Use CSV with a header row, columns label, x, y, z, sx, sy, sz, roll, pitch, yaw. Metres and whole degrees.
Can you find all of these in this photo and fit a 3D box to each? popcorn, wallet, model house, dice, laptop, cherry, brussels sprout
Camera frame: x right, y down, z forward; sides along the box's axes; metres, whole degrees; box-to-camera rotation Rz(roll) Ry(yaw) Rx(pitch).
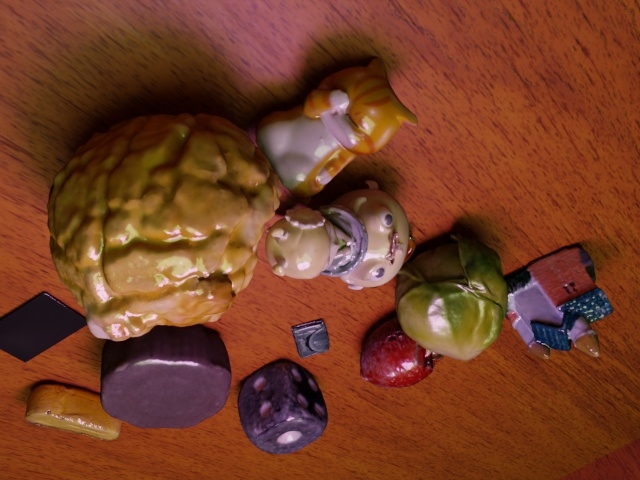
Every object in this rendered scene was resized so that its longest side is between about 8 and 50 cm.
label,x,y,z,sx,sy,sz,roll,pitch,yaw
popcorn,-0.266,-0.031,0.983,0.354,0.344,0.390,29,120,-6
wallet,-0.022,0.258,1.559,0.088,0.026,0.129,-14,136,-3
model house,0.605,0.191,1.505,0.253,0.291,0.184,-24,130,7
dice,-0.100,0.447,1.609,0.181,0.183,0.182,-34,134,14
laptop,-0.626,0.191,1.324,0.197,0.016,0.135,-30,133,10
cherry,0.195,0.299,1.559,0.249,0.192,0.175,-36,95,31
brussels sprout,0.300,0.125,1.401,0.259,0.227,0.295,-12,111,5

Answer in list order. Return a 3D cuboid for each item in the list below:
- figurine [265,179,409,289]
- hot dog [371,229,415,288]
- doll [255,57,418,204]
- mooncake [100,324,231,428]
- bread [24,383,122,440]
label,x,y,z,sx,sy,sz,roll,pitch,yaw
figurine,0.000,0.000,1.131,0.274,0.394,0.227,7,99,26
hot dog,0.146,0.044,1.381,0.072,0.055,0.188,36,120,-16
doll,0.015,-0.188,1.050,0.269,0.162,0.167,-31,92,22
mooncake,-0.361,0.308,1.417,0.305,0.154,0.306,-9,136,-9
bread,-0.608,0.429,1.505,0.102,0.094,0.245,-35,132,30
